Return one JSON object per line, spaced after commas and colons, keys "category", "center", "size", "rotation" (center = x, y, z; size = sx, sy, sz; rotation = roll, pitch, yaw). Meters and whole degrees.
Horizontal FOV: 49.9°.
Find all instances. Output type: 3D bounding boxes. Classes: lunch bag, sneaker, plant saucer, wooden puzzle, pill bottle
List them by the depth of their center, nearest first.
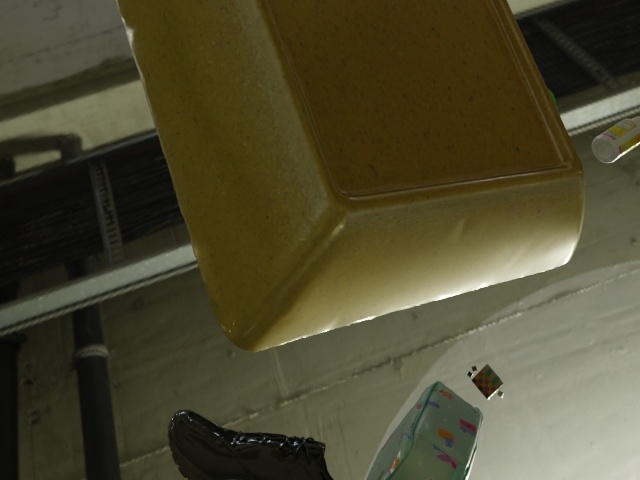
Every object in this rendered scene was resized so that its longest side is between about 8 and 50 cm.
{"category": "plant saucer", "center": [0.045, -0.123, 0.491], "size": [0.333, 0.081, 0.332], "rotation": [-10, -106, -36]}
{"category": "sneaker", "center": [-0.063, 0.293, 0.891], "size": [0.286, 0.109, 0.130], "rotation": [34, -79, -4]}
{"category": "pill bottle", "center": [0.435, -0.148, 0.992], "size": [0.083, 0.043, 0.043], "rotation": [-30, -128, -20]}
{"category": "lunch bag", "center": [0.140, 0.351, 1.033], "size": [0.108, 0.224, 0.279], "rotation": [33, -160, 10]}
{"category": "wooden puzzle", "center": [0.328, 0.277, 1.353], "size": [0.006, 0.049, 0.083], "rotation": [6, -142, -49]}

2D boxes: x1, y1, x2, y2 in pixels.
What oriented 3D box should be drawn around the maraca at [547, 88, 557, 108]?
{"category": "maraca", "center": [0.414, -0.254, 1.436], "size": [0.099, 0.186, 0.127], "rotation": [6, -100, -34]}
